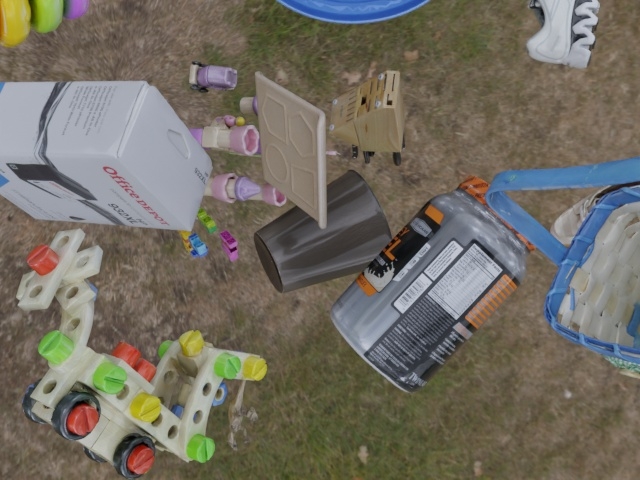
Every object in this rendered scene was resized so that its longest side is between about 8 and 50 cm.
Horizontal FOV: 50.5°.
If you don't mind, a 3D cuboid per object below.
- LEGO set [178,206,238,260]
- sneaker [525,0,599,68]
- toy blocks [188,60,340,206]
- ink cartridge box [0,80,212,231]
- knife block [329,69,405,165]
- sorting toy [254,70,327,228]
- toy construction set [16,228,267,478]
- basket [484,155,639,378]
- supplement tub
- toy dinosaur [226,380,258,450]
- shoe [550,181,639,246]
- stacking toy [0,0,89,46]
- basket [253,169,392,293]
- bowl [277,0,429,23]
[{"bbox_3d":[-0.275,-0.007,1.552,0.087,0.227,0.093,-30,139,-20],"label":"LEGO set"},{"bbox_3d":[0.414,-0.439,1.136,0.118,0.110,0.292,8,92,20],"label":"sneaker"},{"bbox_3d":[-0.128,-0.235,1.564,0.260,0.288,0.309,5,93,26],"label":"toy blocks"},{"bbox_3d":[-0.354,-0.123,1.019,0.307,0.223,0.129,4,66,20],"label":"ink cartridge box"},{"bbox_3d":[0.154,-0.255,1.519,0.242,0.275,0.088,17,71,-32],"label":"knife block"},{"bbox_3d":[-0.040,-0.144,1.056,0.038,0.208,0.193,-21,131,-24],"label":"sorting toy"},{"bbox_3d":[-0.214,0.142,0.777,0.328,0.151,0.215,48,58,-31],"label":"toy construction set"},{"bbox_3d":[0.326,0.020,0.631,0.289,0.254,0.201,41,72,-23],"label":"basket"},{"bbox_3d":[0.182,0.064,1.059,0.193,0.193,0.316,42,94,-20],"label":"supplement tub"},{"bbox_3d":[-0.165,0.342,1.355,0.053,0.092,0.183,10,96,-28],"label":"toy dinosaur"},{"bbox_3d":[0.447,-0.062,1.034,0.219,0.077,0.058,-30,135,26],"label":"shoe"},{"bbox_3d":[-0.271,-0.248,0.617,0.301,0.165,0.175,-22,115,-29],"label":"stacking toy"},{"bbox_3d":[0.000,0.000,1.307,0.226,0.154,0.204,-25,93,-16],"label":"basket"},{"bbox_3d":[0.054,-0.503,0.983,0.391,0.077,0.391,0,141,0],"label":"bowl"}]
